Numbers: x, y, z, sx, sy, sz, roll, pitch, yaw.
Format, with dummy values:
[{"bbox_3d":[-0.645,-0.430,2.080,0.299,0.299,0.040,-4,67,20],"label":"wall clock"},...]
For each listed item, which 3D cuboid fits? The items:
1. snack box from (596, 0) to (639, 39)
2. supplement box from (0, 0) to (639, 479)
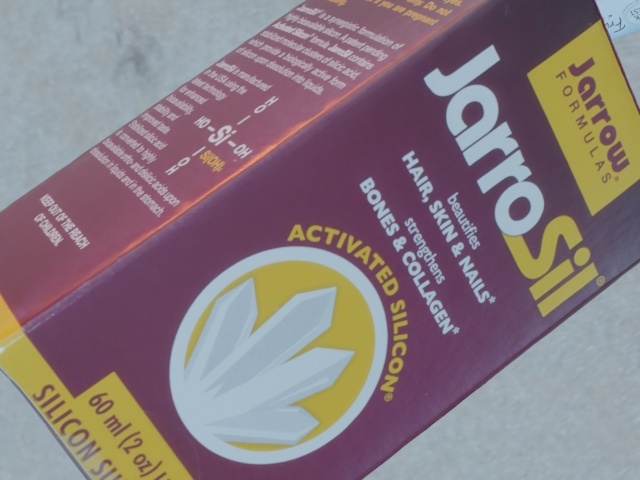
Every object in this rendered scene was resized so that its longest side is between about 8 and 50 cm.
[{"bbox_3d":[0.163,-0.149,0.768,0.141,0.100,0.037,-17,118,35],"label":"snack box"},{"bbox_3d":[0.000,0.000,0.403,0.104,0.188,0.081,59,169,-28],"label":"supplement box"}]
